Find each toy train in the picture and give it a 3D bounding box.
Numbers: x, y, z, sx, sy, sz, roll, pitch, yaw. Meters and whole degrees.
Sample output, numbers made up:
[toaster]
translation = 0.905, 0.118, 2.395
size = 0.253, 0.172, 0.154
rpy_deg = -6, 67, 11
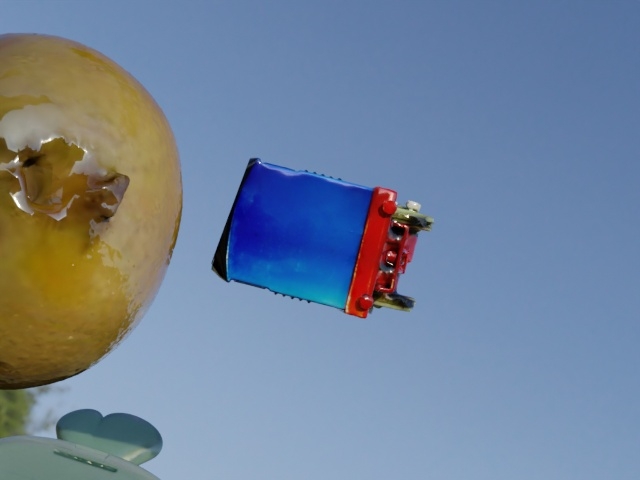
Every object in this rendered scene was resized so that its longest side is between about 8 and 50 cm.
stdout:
[toy train]
translation = 0.000, 0.000, 0.952
size = 0.131, 0.083, 0.204
rpy_deg = 13, -1, -4

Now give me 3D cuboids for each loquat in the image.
[loquat]
translation = -0.128, -0.012, 0.617
size = 0.137, 0.163, 0.163
rpy_deg = -1, -7, -28

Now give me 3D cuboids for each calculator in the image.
[calculator]
translation = -0.196, 0.227, 1.029
size = 0.185, 0.299, 0.041
rpy_deg = 17, -46, 6
